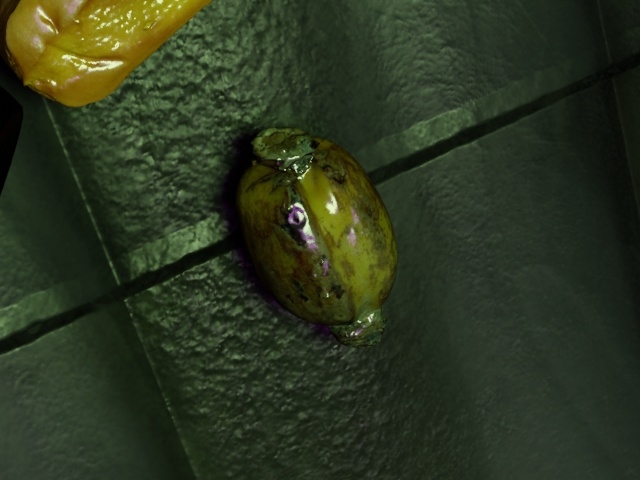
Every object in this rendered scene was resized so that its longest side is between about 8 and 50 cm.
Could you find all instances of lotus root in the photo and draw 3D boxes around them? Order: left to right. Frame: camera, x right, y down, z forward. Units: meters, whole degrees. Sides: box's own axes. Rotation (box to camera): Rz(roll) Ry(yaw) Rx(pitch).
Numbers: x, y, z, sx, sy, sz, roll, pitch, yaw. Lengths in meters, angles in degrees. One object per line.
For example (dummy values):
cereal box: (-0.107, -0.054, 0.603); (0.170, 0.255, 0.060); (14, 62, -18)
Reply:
lotus root: (0.000, 0.000, 1.025); (0.120, 0.120, 0.209); (-30, 113, -15)

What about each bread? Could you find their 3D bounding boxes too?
bread: (-0.136, -0.203, 0.928); (0.245, 0.094, 0.102); (-44, 121, -9)

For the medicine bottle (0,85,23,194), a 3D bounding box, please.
medicine bottle: (-0.407, -0.059, 0.775); (0.395, 0.242, 0.242); (20, 94, -13)
